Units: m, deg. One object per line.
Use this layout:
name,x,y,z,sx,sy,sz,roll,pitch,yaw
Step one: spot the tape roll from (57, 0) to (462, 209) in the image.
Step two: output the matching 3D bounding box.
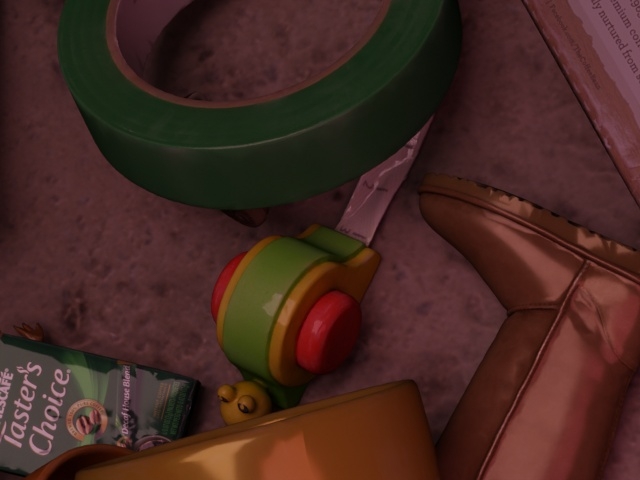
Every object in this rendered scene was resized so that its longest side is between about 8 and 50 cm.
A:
tape roll,-0.048,-0.171,1.396,0.321,0.077,0.321,-8,50,10

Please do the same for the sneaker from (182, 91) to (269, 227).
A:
sneaker,-0.088,-0.075,1.426,0.071,0.066,0.188,-50,40,-4

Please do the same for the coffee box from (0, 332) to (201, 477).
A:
coffee box,-0.201,0.147,1.415,0.184,0.040,0.113,14,80,2

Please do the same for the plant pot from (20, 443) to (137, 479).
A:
plant pot,-0.205,0.285,1.330,0.188,0.205,0.205,-31,65,33

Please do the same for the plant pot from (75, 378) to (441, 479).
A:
plant pot,-0.021,0.243,1.218,0.254,0.254,0.239,-17,86,16

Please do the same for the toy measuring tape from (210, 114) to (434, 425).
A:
toy measuring tape,0.000,0.000,1.373,0.121,0.121,0.330,24,85,25

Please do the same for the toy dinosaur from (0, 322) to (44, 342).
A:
toy dinosaur,-0.271,0.129,1.481,0.211,0.064,0.112,31,113,30

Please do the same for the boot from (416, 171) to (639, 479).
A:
boot,0.124,0.104,1.311,0.236,0.089,0.269,25,88,29

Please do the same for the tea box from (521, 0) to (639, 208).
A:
tea box,0.279,-0.146,1.191,0.220,0.323,0.329,-30,66,11
